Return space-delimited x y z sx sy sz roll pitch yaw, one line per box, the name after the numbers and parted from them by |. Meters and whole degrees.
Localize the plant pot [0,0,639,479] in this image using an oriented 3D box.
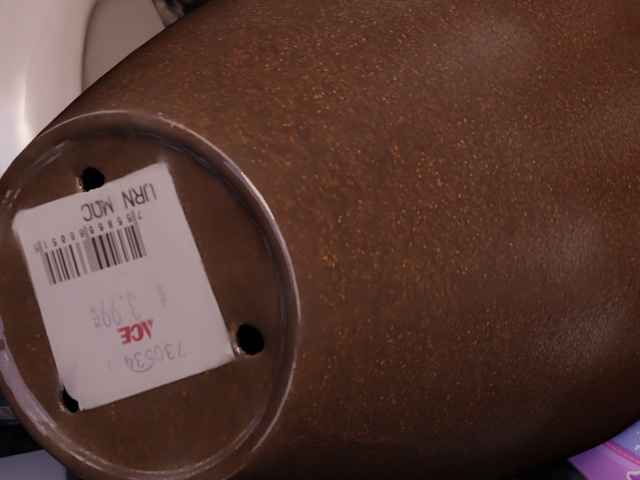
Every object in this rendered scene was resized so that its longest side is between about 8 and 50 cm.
0.000 0.000 0.563 0.215 0.230 0.215 5 101 28 | plant pot

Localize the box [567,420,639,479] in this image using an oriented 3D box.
0.172 0.019 0.677 0.201 0.057 0.293 -45 75 4 | box

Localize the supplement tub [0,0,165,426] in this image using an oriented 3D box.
-0.197 -0.011 0.705 0.272 0.191 0.191 -7 80 13 | supplement tub

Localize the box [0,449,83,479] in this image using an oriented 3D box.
-0.163 0.188 0.710 0.145 0.038 0.186 -12 58 6 | box
